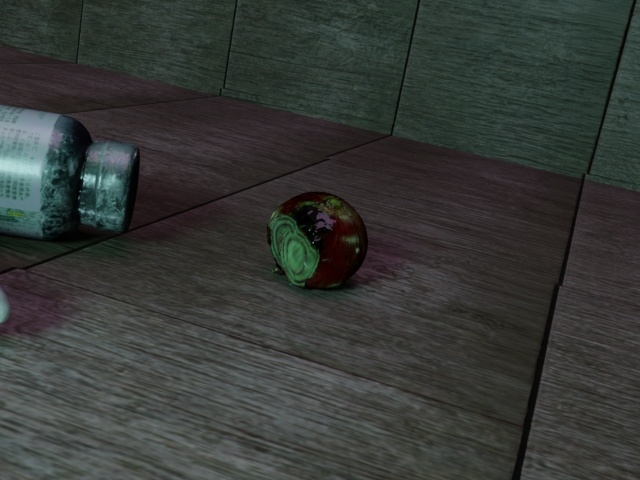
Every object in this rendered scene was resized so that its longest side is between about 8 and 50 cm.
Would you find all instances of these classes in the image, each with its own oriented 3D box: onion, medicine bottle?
[{"bbox_3d":[0.000,0.000,0.926,0.118,0.118,0.117,-6,56,-44],"label":"onion"},{"bbox_3d":[-0.351,-0.078,0.893,0.293,0.141,0.141,8,16,-7],"label":"medicine bottle"}]

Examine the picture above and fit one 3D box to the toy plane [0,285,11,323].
[{"bbox_3d":[-0.362,0.011,0.656,0.255,0.101,0.251,14,5,11],"label":"toy plane"}]
